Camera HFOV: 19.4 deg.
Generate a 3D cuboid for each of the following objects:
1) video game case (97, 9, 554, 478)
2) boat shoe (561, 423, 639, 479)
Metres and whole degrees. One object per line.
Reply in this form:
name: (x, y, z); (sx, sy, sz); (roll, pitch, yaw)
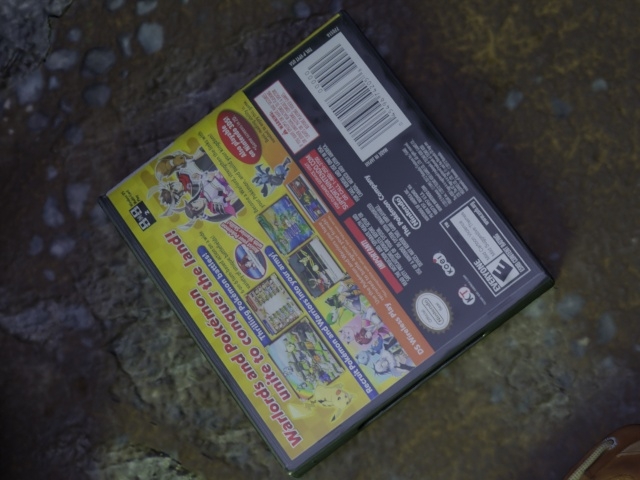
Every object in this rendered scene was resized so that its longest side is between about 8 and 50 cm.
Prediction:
video game case: (0.000, 0.000, 1.445); (0.248, 0.035, 0.275); (-37, 73, 3)
boat shoe: (0.154, 0.262, 1.318); (0.324, 0.122, 0.120); (-43, 42, -1)
